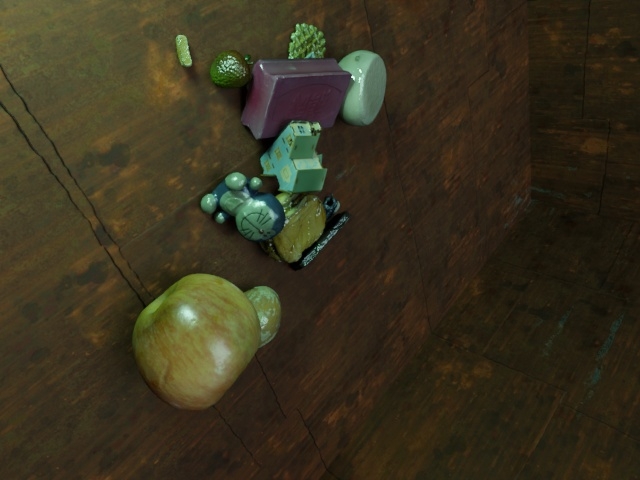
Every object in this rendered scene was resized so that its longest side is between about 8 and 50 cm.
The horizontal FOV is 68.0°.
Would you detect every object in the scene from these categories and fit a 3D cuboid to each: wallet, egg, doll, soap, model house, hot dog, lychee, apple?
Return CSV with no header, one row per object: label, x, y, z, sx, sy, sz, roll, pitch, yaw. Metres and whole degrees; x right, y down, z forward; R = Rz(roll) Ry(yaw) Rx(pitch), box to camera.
wallet,0.000,0.000,1.927,0.042,0.165,0.309,44,74,-6
egg,-0.242,0.282,1.728,0.245,0.203,0.203,-57,137,-10
doll,-0.240,-0.104,1.586,0.258,0.228,0.154,47,25,-11
soap,-0.080,-0.493,1.629,0.359,0.128,0.233,-21,147,-41
model house,-0.072,-0.256,1.635,0.178,0.271,0.207,-7,70,-42
hot dog,-0.400,-0.548,1.383,0.030,0.034,0.090,-15,96,-33
lychee,-0.273,-0.531,1.471,0.146,0.114,0.114,-31,127,-13
apple,-0.380,0.300,1.461,0.346,0.391,0.391,47,64,-10

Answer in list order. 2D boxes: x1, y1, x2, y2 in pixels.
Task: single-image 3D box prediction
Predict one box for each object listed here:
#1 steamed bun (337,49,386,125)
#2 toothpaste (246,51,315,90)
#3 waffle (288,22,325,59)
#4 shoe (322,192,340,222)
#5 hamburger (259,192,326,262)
steamed bun,0.131,-0.586,1.833,0.283,0.177,0.283,-41,139,-51
toothpaste,-0.127,-0.574,1.643,0.296,0.048,0.075,-33,131,-29
waffle,-0.048,-0.682,1.717,0.169,0.036,0.184,-4,106,-45
shoe,0.024,-0.128,1.977,0.143,0.063,0.071,-52,136,-25
hamburger,-0.112,-0.060,1.791,0.283,0.144,0.260,-44,143,-34
